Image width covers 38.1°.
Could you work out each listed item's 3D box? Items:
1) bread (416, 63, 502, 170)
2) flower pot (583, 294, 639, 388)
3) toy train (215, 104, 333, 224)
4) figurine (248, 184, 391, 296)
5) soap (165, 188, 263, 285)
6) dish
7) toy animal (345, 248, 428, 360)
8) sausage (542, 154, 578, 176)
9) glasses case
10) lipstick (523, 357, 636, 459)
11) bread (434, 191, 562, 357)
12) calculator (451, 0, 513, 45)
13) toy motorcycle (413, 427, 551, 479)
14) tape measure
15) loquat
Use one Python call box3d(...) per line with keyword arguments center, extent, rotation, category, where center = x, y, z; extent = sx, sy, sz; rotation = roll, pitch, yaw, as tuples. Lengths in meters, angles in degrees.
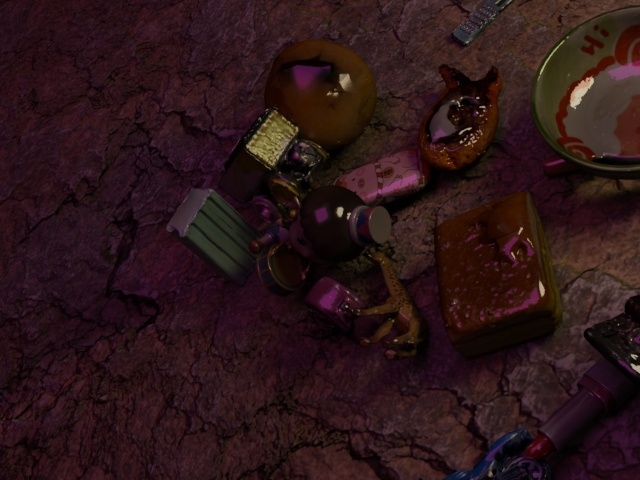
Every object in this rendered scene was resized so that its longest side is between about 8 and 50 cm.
box3d(center=(0.266, -0.231, 1.741), extent=(0.139, 0.095, 0.269), rotation=(10, 49, 14), category="bread")
box3d(center=(0.506, 0.090, 1.218), extent=(0.267, 0.266, 0.266), rotation=(-49, 43, 9), category="flower pot")
box3d(center=(-0.093, -0.138, 1.814), extent=(0.134, 0.177, 0.261), rotation=(-57, 8, -27), category="toy train")
box3d(center=(0.001, -0.007, 1.674), extent=(0.275, 0.161, 0.158), rotation=(-34, 34, 40), category="figurine")
box3d(center=(-0.200, -0.009, 1.822), extent=(0.063, 0.198, 0.114), rotation=(17, 69, 45), category="soap")
box3d(center=(0.520, -0.223, 1.528), extent=(0.324, 0.124, 0.324), rotation=(-12, 59, 20), category="dish")
box3d(center=(0.122, 0.108, 1.582), extent=(0.275, 0.149, 0.054), rotation=(-67, 2, -56), category="toy animal")
box3d(center=(0.422, -0.134, 1.592), extent=(0.083, 0.034, 0.034), rotation=(-16, 50, 24), category="sausage")
box3d(center=(0.091, -0.094, 1.772), extent=(0.266, 0.067, 0.103), rotation=(-22, 45, 20), category="glasses case")
box3d(center=(0.358, 0.251, 1.313), extent=(0.186, 0.057, 0.063), rotation=(-39, 41, -10), category="lipstick")
box3d(center=(0.282, 0.052, 1.497), extent=(0.184, 0.110, 0.234), rotation=(-22, 49, 22), category="bread")
box3d(center=(0.344, -0.471, 1.917), extent=(0.172, 0.018, 0.057), rotation=(-42, 46, -1), category="calculator")
box3d(center=(0.212, 0.367, 1.328), extent=(0.254, 0.092, 0.135), rotation=(-34, 35, -3), category="toy motorcycle")
box3d(center=(0.033, 0.122, 1.618), extent=(0.125, 0.118, 0.074), rotation=(23, 72, 47), category="tape measure")
box3d(center=(0.001, -0.291, 1.873), extent=(0.235, 0.235, 0.235), rotation=(-19, 49, 23), category="loquat")
